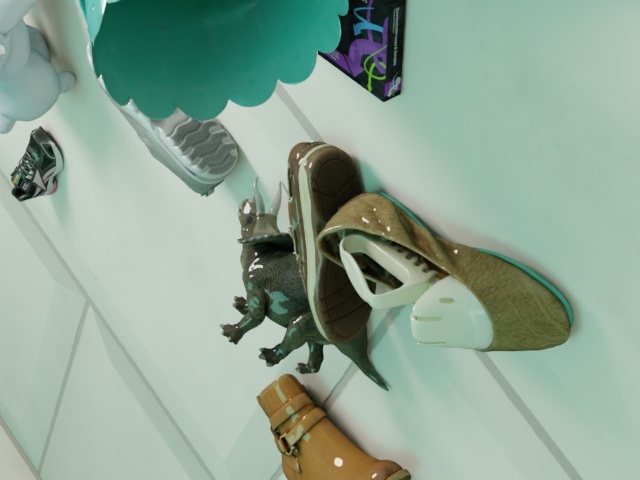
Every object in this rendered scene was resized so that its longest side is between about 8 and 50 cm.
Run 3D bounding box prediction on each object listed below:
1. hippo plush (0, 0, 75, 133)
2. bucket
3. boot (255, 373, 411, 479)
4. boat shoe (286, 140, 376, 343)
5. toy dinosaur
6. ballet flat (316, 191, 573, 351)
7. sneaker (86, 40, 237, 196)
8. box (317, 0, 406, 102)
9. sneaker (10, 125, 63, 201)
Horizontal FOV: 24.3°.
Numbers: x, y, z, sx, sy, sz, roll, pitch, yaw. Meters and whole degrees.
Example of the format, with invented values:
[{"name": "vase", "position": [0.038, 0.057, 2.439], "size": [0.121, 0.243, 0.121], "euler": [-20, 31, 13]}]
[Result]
[{"name": "hippo plush", "position": [-0.466, -0.302, 2.264], "size": [0.236, 0.234, 0.294], "euler": [46, -172, -50]}, {"name": "bucket", "position": [-0.125, -0.278, 1.561], "size": [0.281, 0.281, 0.183], "euler": [107, 150, -54]}, {"name": "boot", "position": [0.009, 0.280, 2.086], "size": [0.220, 0.109, 0.283], "euler": [63, 160, 4]}, {"name": "boat shoe", "position": [0.007, -0.002, 1.826], "size": [0.095, 0.095, 0.258], "euler": [28, 127, 52]}, {"name": "toy dinosaur", "position": [-0.024, 0.085, 1.912], "size": [0.313, 0.121, 0.160], "euler": [44, 117, 4]}, {"name": "ballet flat", "position": [0.118, 0.048, 1.642], "size": [0.342, 0.124, 0.116], "euler": [34, 143, 40]}, {"name": "sneaker", "position": [-0.231, -0.169, 2.040], "size": [0.281, 0.105, 0.115], "euler": [52, 151, 15]}, {"name": "box", "position": [0.043, -0.242, 1.597], "size": [0.116, 0.029, 0.162], "euler": [40, 144, 34]}, {"name": "sneaker", "position": [-0.492, -0.119, 2.552], "size": [0.072, 0.077, 0.178], "euler": [47, 149, 21]}]
